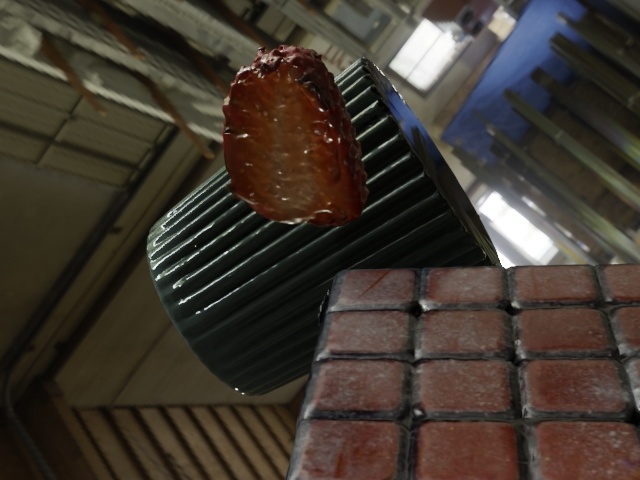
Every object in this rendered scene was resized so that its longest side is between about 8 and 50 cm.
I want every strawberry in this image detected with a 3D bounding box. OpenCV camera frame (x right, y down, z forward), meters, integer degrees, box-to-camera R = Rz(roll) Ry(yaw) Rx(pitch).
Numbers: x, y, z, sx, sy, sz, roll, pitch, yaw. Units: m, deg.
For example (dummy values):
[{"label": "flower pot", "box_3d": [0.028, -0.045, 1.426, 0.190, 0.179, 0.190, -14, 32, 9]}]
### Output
[{"label": "strawberry", "box_3d": [-0.014, -0.087, 0.715, 0.121, 0.188, 0.082, 13, -127, 7]}]

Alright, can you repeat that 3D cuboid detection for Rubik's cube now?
[{"label": "Rubik's cube", "box_3d": [0.169, 0.237, 0.774, 0.344, 0.337, 0.344, -1, -154, 11]}]

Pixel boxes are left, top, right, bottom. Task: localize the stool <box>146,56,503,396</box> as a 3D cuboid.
[{"label": "stool", "box_3d": [0.000, 0.000, 1.064, 0.297, 0.330, 0.297, 52, -165, -19]}]
